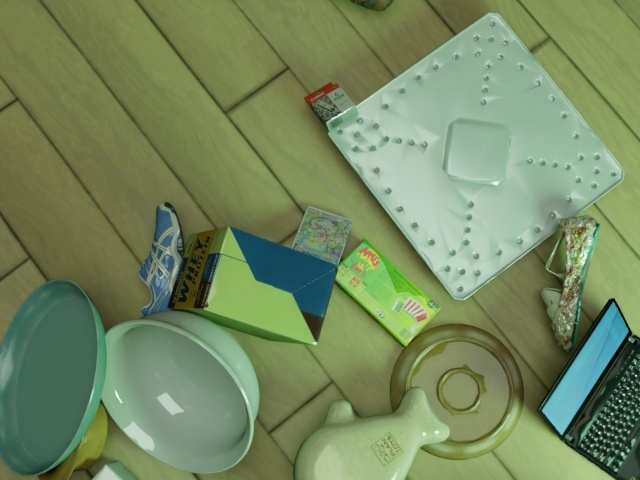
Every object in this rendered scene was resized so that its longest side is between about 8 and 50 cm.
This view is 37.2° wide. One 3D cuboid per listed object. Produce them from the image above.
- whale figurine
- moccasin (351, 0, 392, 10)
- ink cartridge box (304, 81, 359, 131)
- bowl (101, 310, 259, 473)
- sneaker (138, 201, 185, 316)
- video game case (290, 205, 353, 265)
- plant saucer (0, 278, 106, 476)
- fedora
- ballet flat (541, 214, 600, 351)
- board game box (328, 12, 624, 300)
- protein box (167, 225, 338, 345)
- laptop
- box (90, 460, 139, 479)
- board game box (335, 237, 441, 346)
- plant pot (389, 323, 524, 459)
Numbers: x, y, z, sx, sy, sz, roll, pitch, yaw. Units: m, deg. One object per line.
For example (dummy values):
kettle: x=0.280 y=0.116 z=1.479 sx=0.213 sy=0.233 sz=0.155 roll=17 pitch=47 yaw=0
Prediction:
whale figurine: x=0.080 y=0.358 z=1.581 sx=0.272 sy=0.141 sz=0.216 roll=-34 pitch=84 yaw=-20
moccasin: x=0.120 y=-0.614 z=1.749 sx=0.147 sy=0.139 sz=0.379 roll=21 pitch=89 yaw=-7
ink cartridge box: x=0.015 y=-0.248 z=1.697 sx=0.063 sy=0.029 sz=0.115 roll=-31 pitch=49 yaw=-4
bowl: x=-0.212 y=0.223 z=1.552 sx=0.298 sy=0.298 sz=0.134 roll=36 pitch=39 yaw=4
sneaker: x=-0.273 y=0.036 z=1.642 sx=0.081 sy=0.080 sz=0.211 roll=-4 pitch=79 yaw=-6
video game case: x=0.000 y=0.000 z=1.667 sx=0.087 sy=0.011 sz=0.122 roll=18 pitch=56 yaw=4
plant saucer: x=-0.434 y=0.220 z=1.535 sx=0.044 sy=0.318 sz=0.317 roll=18 pitch=76 yaw=-43
fedora: x=-0.406 y=0.317 z=1.571 sx=0.079 sy=0.194 sz=0.194 roll=17 pitch=78 yaw=-36
ballet flat: x=0.427 y=0.070 z=1.655 sx=0.077 sy=0.091 sz=0.240 roll=11 pitch=92 yaw=12
board game box: x=0.277 y=-0.153 z=1.710 sx=0.390 sy=0.050 sz=0.390 roll=-36 pitch=83 yaw=-8
protein box: x=-0.114 y=0.076 z=1.552 sx=0.200 sy=0.201 sz=0.135 roll=20 pitch=78 yaw=-22
laptop: x=0.519 y=0.268 z=1.604 sx=0.264 sy=0.136 sz=0.234 roll=35 pitch=81 yaw=4
box: x=-0.346 y=0.429 z=1.562 sx=0.087 sy=0.102 sz=0.101 roll=42 pitch=83 yaw=7
board game box: x=0.111 y=0.091 z=1.666 sx=0.181 sy=0.043 sz=0.092 roll=43 pitch=81 yaw=5
plant pot: x=0.239 y=0.261 z=1.648 sx=0.237 sy=0.032 sz=0.236 roll=0 pitch=80 yaw=-3
